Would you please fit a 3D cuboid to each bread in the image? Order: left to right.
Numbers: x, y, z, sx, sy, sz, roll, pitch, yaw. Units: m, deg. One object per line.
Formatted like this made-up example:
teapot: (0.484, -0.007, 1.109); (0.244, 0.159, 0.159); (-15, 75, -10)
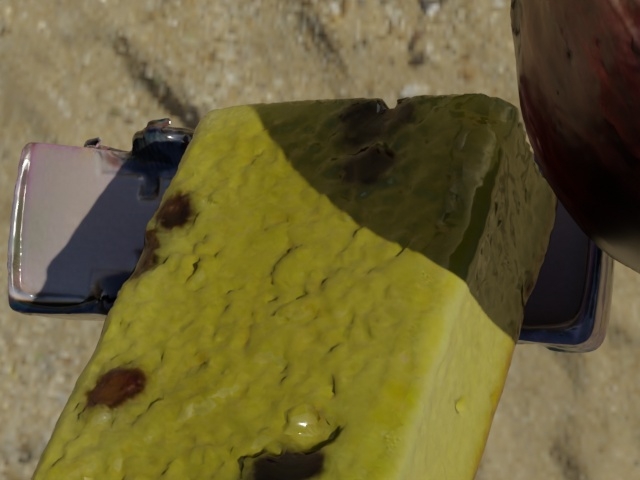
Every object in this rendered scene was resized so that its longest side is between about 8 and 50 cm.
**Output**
bread: (-0.032, 0.103, 0.531); (0.138, 0.361, 0.077); (2, 142, 27)

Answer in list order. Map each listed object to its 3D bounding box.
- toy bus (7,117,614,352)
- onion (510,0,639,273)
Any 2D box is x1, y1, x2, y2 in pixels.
toy bus: (0.000, 0.001, 0.728); (0.274, 0.090, 0.112); (3, 174, 22)
onion: (0.188, -0.035, 0.455); (0.272, 0.195, 0.272); (-1, 161, 0)
